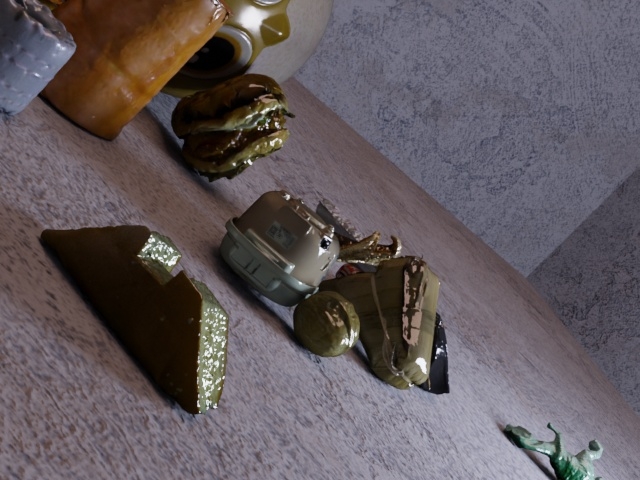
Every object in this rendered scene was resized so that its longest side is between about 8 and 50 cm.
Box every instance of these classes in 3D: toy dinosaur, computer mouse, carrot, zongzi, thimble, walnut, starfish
[{"bbox_3d":[0.478,0.419,2.109,0.383,0.076,0.129,39,42,5],"label":"toy dinosaur"},{"bbox_3d":[0.160,0.170,1.868,0.172,0.057,0.099,84,-3,-48],"label":"computer mouse"},{"bbox_3d":[-0.258,-0.278,1.625,0.196,0.254,0.196,46,10,-11],"label":"carrot"},{"bbox_3d":[0.072,0.123,1.794,0.099,0.197,0.194,49,39,-49],"label":"zongzi"},{"bbox_3d":[-0.362,-0.227,1.385,0.151,0.118,0.127,48,11,17],"label":"thimble"},{"bbox_3d":[0.008,0.107,1.582,0.092,0.092,0.092,42,10,-10],"label":"walnut"},{"bbox_3d":[-0.001,0.002,1.860,0.238,0.071,0.216,18,-9,-14],"label":"starfish"}]

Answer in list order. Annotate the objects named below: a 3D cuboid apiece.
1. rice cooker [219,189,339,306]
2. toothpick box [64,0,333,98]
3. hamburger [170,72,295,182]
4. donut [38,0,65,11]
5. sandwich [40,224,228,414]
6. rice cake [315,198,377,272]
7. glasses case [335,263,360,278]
[{"bbox_3d":[-0.050,0.008,1.626,0.145,0.127,0.206,40,1,6],"label":"rice cooker"},{"bbox_3d":[-0.196,-0.431,2.036,0.409,0.409,0.425,47,17,18],"label":"toothpick box"},{"bbox_3d":[-0.138,-0.194,1.891,0.206,0.183,0.130,-119,-173,-59],"label":"hamburger"},{"bbox_3d":[-0.435,-0.361,1.760,0.181,0.078,0.146,41,7,3],"label":"donut"},{"bbox_3d":[-0.154,0.050,1.162,0.244,0.088,0.090,47,7,18],"label":"sandwich"},{"bbox_3d":[0.073,0.022,2.241,0.049,0.055,0.270,-4,44,-50],"label":"rice cake"},{"bbox_3d":[0.100,0.108,2.001,0.194,0.049,0.073,37,0,-31],"label":"glasses case"}]
